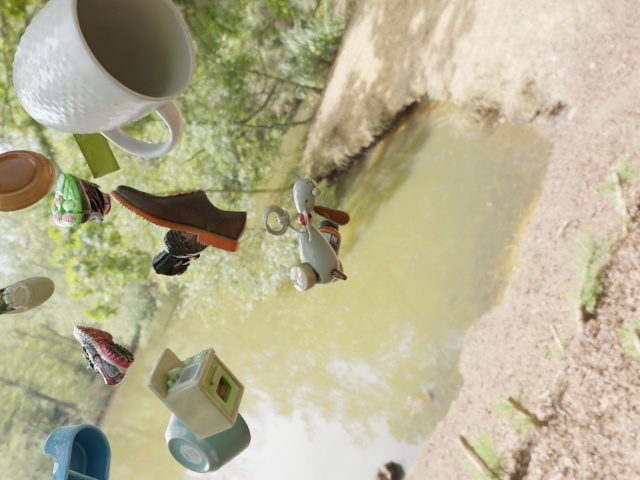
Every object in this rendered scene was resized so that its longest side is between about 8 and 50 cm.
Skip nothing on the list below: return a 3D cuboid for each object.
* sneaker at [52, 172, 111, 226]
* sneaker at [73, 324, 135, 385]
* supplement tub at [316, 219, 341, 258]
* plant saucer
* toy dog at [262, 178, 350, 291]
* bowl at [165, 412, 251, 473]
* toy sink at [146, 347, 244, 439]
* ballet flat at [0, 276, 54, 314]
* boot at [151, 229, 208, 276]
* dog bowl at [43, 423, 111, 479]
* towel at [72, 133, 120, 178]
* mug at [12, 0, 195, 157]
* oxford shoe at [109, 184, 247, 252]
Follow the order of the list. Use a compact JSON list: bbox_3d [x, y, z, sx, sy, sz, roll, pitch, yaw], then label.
[{"bbox_3d":[-0.874,-0.153,2.275,0.483,0.202,0.185,-145,68,-65],"label":"sneaker"},{"bbox_3d":[-0.755,0.378,2.079,0.299,0.121,0.112,28,93,39],"label":"sneaker"},{"bbox_3d":[0.012,0.028,2.004,0.106,0.106,0.197,-49,20,48],"label":"supplement tub"},{"bbox_3d":[-0.787,-0.162,1.573,0.037,0.200,0.199,93,-169,-55],"label":"plant saucer"},{"bbox_3d":[0.000,0.000,1.761,0.161,0.333,0.220,5,38,45],"label":"toy dog"},{"bbox_3d":[-0.416,0.689,2.147,0.311,0.312,0.163,-53,-1,40],"label":"bowl"},{"bbox_3d":[-0.331,0.395,1.676,0.131,0.234,0.152,-28,22,20],"label":"toy sink"},{"bbox_3d":[-0.814,0.158,1.581,0.249,0.086,0.086,-20,17,-2],"label":"ballet flat"},{"bbox_3d":[-0.415,0.039,1.767,0.207,0.094,0.246,-36,-4,24],"label":"boot"},{"bbox_3d":[-0.583,0.579,1.472,0.074,0.166,0.297,-24,47,18],"label":"dog bowl"},{"bbox_3d":[-0.684,-0.304,1.818,0.102,0.237,0.021,-16,16,22],"label":"towel"},{"bbox_3d":[-0.444,-0.328,1.291,0.328,0.374,0.276,-15,36,37],"label":"mug"},{"bbox_3d":[-0.279,-0.066,1.231,0.098,0.272,0.097,-68,17,2],"label":"oxford shoe"}]
